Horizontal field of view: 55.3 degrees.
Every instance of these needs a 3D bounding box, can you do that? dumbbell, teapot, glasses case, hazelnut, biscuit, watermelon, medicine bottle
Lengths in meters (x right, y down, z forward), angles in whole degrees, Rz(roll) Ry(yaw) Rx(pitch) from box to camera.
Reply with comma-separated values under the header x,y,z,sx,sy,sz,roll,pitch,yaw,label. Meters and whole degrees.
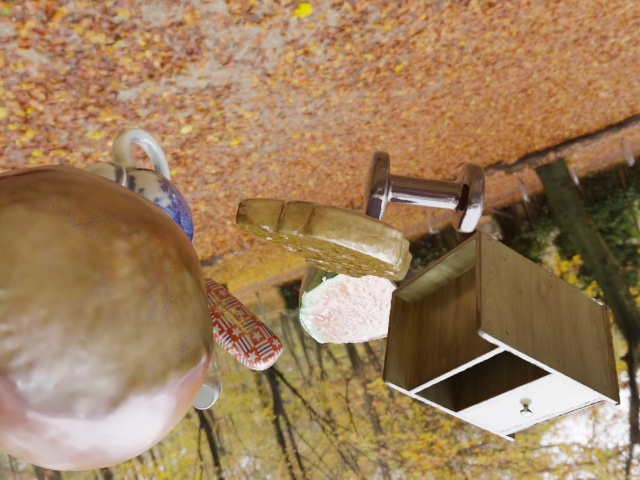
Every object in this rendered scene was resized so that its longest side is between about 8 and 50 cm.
x,y,z,sx,sy,sz,roll,pitch,yaw,label
0.197,-0.094,1.184,0.225,0.124,0.140,7,138,1,dumbbell
-0.364,-0.032,1.068,0.252,0.424,0.280,-10,138,25,teapot
-0.149,0.137,1.022,0.073,0.194,0.049,-41,164,-35,glasses case
-0.299,0.091,0.710,0.365,0.366,0.366,-18,174,-2,hazelnut
0.009,0.002,0.665,0.183,0.047,0.320,19,172,13,biscuit
0.041,0.110,1.273,0.222,0.292,0.319,-40,-144,3,watermelon
-0.255,0.339,1.365,0.058,0.058,0.091,-18,178,0,medicine bottle

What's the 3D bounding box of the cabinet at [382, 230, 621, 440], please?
x,y,z,sx,sy,sz,roll,pitch,yaw,label
0.219,0.130,0.753,0.215,0.148,0.175,28,139,-19,cabinet
